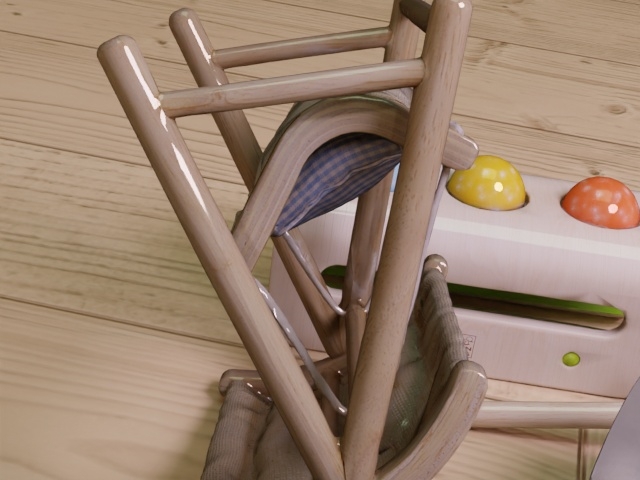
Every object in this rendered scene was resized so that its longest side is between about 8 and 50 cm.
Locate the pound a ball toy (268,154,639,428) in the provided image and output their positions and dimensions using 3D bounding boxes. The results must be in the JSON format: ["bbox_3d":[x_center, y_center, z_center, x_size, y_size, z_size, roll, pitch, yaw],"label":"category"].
[{"bbox_3d":[0.127,0.026,0.929,0.319,0.136,0.208,9,27,3],"label":"pound a ball toy"}]

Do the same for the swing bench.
[{"bbox_3d":[0.000,0.000,0.743,0.165,0.255,0.253,-7,12,2],"label":"swing bench"}]

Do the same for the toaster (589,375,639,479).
[{"bbox_3d":[0.224,0.142,0.726,0.185,0.110,0.168,21,42,24],"label":"toaster"}]
